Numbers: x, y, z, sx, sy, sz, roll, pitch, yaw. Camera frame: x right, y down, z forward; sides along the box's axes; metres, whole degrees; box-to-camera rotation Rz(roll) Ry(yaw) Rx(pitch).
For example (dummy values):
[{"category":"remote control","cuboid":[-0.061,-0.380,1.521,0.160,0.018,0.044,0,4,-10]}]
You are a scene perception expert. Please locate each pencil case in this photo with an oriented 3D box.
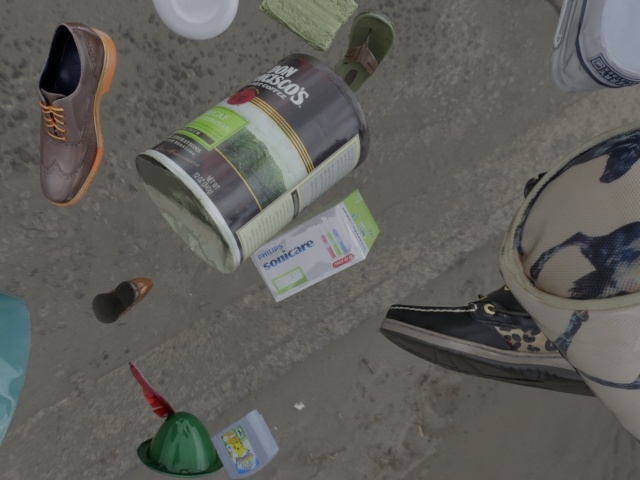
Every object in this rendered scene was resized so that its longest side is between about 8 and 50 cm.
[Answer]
[{"category":"pencil case","cuboid":[0.308,0.096,0.379,0.183,0.160,0.410,-40,110,18]}]

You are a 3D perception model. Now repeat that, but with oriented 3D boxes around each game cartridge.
[{"category":"game cartridge","cuboid":[-0.081,0.219,0.547,0.017,0.083,0.056,-17,69,-54]}]

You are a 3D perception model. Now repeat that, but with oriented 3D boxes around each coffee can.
[{"category":"coffee can","cuboid":[-0.091,-0.114,0.754,0.275,0.201,0.201,-42,95,-24]}]

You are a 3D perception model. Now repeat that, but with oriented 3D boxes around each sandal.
[{"category":"sandal","cuboid":[0.110,-0.477,1.377,0.120,0.303,0.086,18,59,-9]}]

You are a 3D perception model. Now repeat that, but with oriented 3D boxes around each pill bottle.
[{"category":"pill bottle","cuboid":[-0.286,-0.590,1.196,0.181,0.323,0.182,-6,124,-9]}]

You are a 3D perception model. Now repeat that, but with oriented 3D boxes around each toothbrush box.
[{"category":"toothbrush box","cuboid":[0.000,0.000,1.118,0.206,0.283,0.122,-27,94,16]}]

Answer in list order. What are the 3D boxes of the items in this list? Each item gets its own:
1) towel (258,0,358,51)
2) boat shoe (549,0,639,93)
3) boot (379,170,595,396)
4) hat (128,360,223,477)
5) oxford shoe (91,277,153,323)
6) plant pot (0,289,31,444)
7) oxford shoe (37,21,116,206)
[{"category":"towel","cuboid":[-0.021,-0.397,0.874,0.148,0.027,0.110,38,95,10]},{"category":"boat shoe","cuboid":[0.228,-0.228,0.364,0.095,0.084,0.258,26,88,-12]},{"category":"boot","cuboid":[0.289,0.050,0.721,0.377,0.138,0.284,4,68,28]},{"category":"hat","cuboid":[-0.267,0.349,1.039,0.173,0.208,0.184,13,89,28]},{"category":"oxford shoe","cuboid":[-0.469,0.142,1.231,0.076,0.212,0.076,-27,92,-56]},{"category":"plant pot","cuboid":[-0.517,0.161,0.571,0.235,0.293,0.293,33,74,-46]},{"category":"oxford shoe","cuboid":[-0.507,-0.241,1.011,0.129,0.133,0.364,14,100,5]}]
